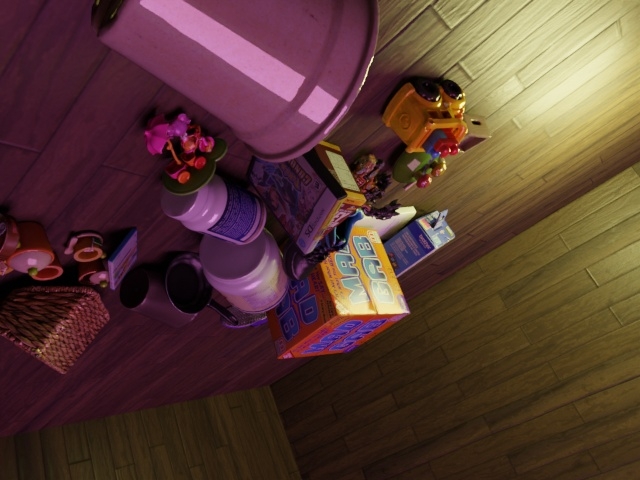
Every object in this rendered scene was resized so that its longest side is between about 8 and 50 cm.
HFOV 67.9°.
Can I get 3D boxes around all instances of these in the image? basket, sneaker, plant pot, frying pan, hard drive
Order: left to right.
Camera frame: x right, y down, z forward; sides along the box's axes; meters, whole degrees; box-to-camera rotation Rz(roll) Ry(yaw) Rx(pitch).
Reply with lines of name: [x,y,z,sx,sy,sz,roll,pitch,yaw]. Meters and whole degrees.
basket: [-0.780,0.219,1.373,0.223,0.213,0.299,-58,177,-27]
basket: [-0.518,0.180,1.543,0.204,0.154,0.226,-48,148,7]
frying pan: [-0.385,0.156,1.561,0.053,0.198,0.326,-9,157,31]
plant pot: [-0.137,-0.324,0.693,0.305,0.334,0.333,19,133,-42]
sneaker: [-0.319,0.351,2.148,0.293,0.102,0.146,-9,153,-32]
sneaker: [0.000,0.000,1.416,0.124,0.140,0.341,8,121,-42]
hard drive: [0.208,-0.053,1.883,0.307,0.040,0.203,-8,151,-33]

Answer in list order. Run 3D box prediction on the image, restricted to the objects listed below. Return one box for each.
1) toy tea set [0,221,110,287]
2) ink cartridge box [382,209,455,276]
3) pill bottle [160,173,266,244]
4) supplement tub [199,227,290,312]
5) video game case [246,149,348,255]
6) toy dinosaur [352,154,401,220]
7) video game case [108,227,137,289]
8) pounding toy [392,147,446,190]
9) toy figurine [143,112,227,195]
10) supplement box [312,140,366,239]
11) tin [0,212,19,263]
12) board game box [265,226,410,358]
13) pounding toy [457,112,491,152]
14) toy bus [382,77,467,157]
toy tea set: [-0.659,0.067,1.196,0.200,0.124,0.336,-36,154,24]
ink cartridge box: [0.390,0.022,2.006,0.395,0.151,0.270,-38,170,32]
pill bottle: [-0.268,-0.086,1.215,0.153,0.153,0.264,-32,156,17]
supplement tub: [-0.233,0.081,1.497,0.235,0.236,0.325,-23,156,-3]
video game case: [-0.070,-0.133,1.156,0.035,0.275,0.248,-26,161,-34]
toy dinosaur: [0.123,-0.151,1.525,0.218,0.165,0.322,5,164,-24]
video game case: [-0.544,0.053,1.314,0.015,0.119,0.166,26,143,-4]
pounding toy: [0.338,-0.222,1.526,0.183,0.110,0.237,-42,157,9]
toy figurine: [-0.297,-0.208,1.012,0.173,0.130,0.159,-43,149,-12]
supplement box: [-0.016,-0.137,1.299,0.191,0.194,0.129,-40,152,31]
tin: [-0.731,0.012,1.040,0.189,0.106,0.040,-31,163,17]
board game box: [0.033,0.186,1.740,0.356,0.357,0.356,6,144,-40]
pounding toy: [0.426,-0.342,1.443,0.141,0.100,0.130,-3,163,-35]
toy bus: [0.308,-0.302,1.247,0.220,0.212,0.149,-11,152,-32]
